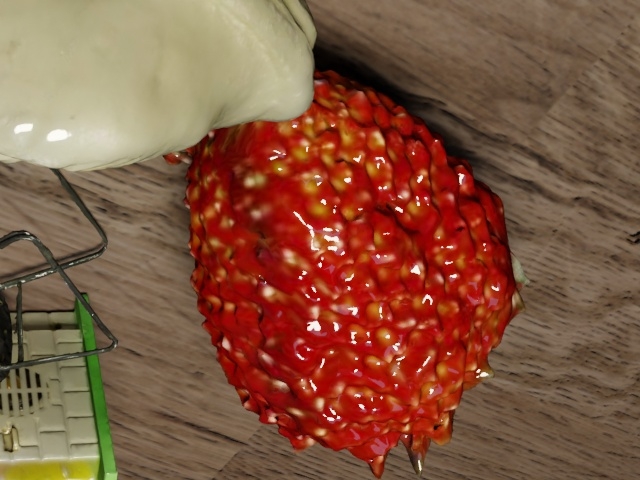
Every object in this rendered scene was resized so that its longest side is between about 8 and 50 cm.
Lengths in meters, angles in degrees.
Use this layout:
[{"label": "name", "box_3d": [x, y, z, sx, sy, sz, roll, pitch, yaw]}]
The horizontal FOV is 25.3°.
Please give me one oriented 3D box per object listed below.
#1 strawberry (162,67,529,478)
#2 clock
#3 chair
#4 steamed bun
[{"label": "strawberry", "box_3d": [-0.002, 0.001, 1.151, 0.292, 0.292, 0.343, -30, 118, 10]}, {"label": "clock", "box_3d": [-0.313, 0.154, 1.196, 0.255, 0.220, 0.106, 0, 129, -17]}, {"label": "chair", "box_3d": [-0.295, 0.042, 1.156, 0.221, 0.140, 0.145, -24, 128, 6]}, {"label": "steamed bun", "box_3d": [-0.174, -0.177, 0.901, 0.324, 0.310, 0.219, -14, 112, -51]}]
